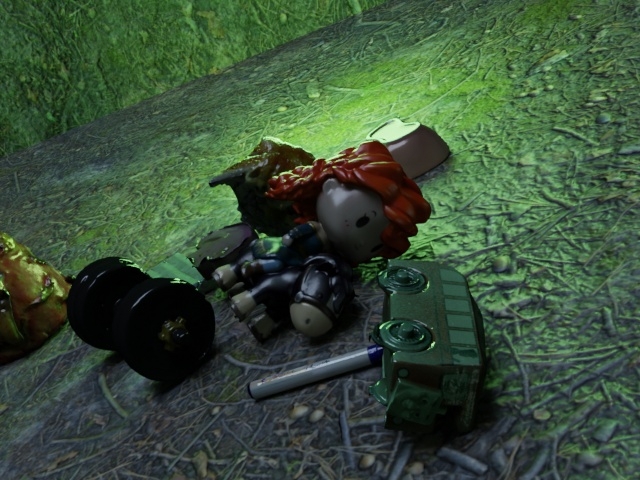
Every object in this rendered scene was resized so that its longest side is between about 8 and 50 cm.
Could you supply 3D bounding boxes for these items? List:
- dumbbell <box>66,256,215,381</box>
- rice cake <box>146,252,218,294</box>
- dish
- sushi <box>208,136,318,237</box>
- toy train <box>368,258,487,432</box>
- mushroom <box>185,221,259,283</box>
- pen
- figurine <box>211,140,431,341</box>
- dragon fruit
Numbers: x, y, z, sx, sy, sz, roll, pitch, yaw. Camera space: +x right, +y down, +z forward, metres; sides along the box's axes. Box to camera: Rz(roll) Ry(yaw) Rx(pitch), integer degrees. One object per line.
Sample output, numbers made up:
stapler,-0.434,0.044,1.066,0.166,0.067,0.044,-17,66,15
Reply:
dumbbell,-0.337,0.140,1.784,0.185,0.185,0.388,-37,28,-26
rice cake,-0.305,0.082,2.044,0.124,0.038,0.211,-31,26,-16
dish,0.174,-0.211,2.136,0.213,0.090,0.213,-21,25,10
sushi,-0.079,-0.107,1.971,0.184,0.274,0.139,-42,22,44
toy train,0.149,0.137,1.378,0.159,0.129,0.326,7,27,-1
mushroom,-0.173,0.037,1.907,0.141,0.117,0.188,-43,17,-6
pen,0.011,0.202,1.525,0.269,0.033,0.033,-18,25,14
figurine,-0.003,0.008,1.734,0.306,0.241,0.412,0,45,50
dragon fruit,-0.720,0.104,2.104,0.296,0.263,0.314,-5,30,31
